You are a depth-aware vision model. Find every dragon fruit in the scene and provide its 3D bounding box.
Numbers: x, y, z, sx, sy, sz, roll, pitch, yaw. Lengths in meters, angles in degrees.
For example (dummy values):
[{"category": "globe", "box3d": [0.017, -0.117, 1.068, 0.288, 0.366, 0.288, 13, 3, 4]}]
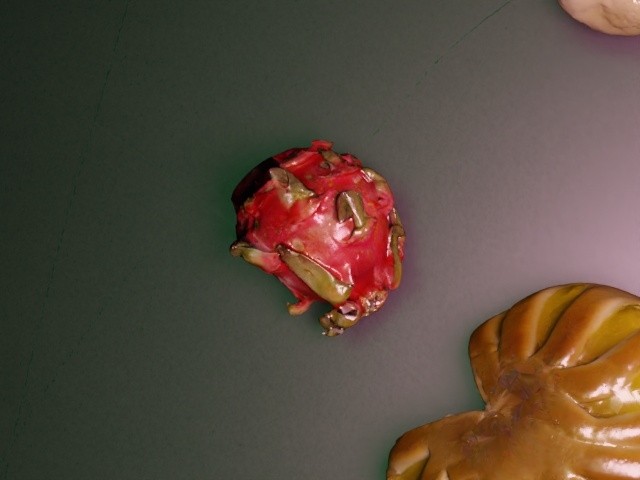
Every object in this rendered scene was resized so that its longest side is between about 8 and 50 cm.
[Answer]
[{"category": "dragon fruit", "box3d": [0.000, 0.000, 1.738, 0.166, 0.160, 0.172, -37, 75, -17]}]

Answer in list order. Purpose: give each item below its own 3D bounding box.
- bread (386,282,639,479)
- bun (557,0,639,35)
[{"category": "bread", "box3d": [0.207, 0.190, 1.611, 0.333, 0.160, 0.333, -21, 54, 32]}, {"category": "bun", "box3d": [0.312, -0.326, 1.702, 0.244, 0.153, 0.243, 0, 94, -4]}]
